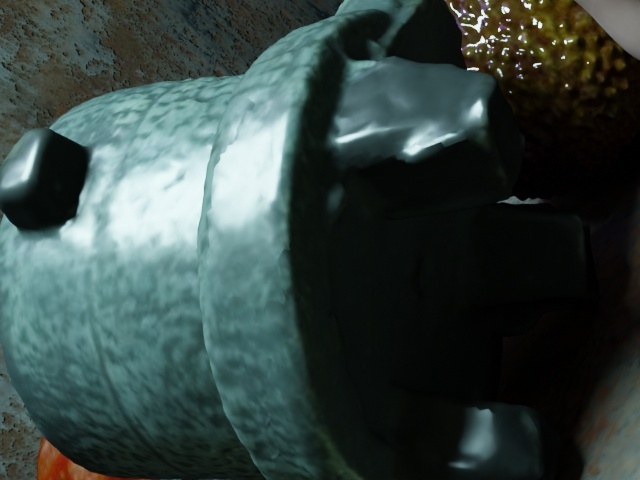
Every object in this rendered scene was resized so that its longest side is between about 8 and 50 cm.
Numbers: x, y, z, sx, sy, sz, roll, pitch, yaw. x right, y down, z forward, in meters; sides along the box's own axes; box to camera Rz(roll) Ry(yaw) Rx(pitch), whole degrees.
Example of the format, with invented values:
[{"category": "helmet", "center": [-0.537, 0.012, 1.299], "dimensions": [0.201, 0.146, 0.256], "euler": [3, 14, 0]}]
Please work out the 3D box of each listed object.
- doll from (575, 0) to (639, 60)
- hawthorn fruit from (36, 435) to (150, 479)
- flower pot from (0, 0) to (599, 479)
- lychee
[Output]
[{"category": "doll", "center": [0.192, -0.204, 0.584], "dimensions": [0.216, 0.268, 0.284], "euler": [-49, 11, 41]}, {"category": "hawthorn fruit", "center": [-0.163, 0.207, 1.086], "dimensions": [0.205, 0.205, 0.253], "euler": [-50, 11, 26]}, {"category": "flower pot", "center": [0.000, 0.000, 0.670], "dimensions": [0.282, 0.299, 0.299], "euler": [-2, 41, 30]}, {"category": "lychee", "center": [0.143, -0.116, 0.813], "dimensions": [0.194, 0.194, 0.194], "euler": [-52, 10, 13]}]
